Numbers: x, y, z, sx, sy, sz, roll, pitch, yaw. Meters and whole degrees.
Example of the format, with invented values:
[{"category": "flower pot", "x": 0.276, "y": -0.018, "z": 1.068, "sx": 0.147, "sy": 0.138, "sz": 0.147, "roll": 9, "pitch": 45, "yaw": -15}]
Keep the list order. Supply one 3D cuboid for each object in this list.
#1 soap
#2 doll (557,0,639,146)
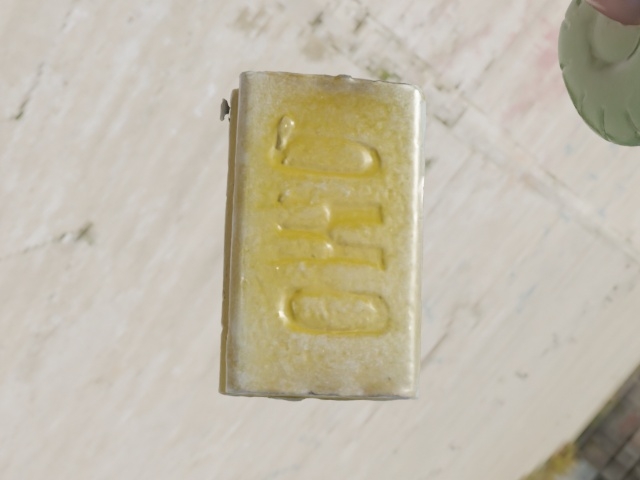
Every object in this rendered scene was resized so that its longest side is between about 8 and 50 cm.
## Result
[{"category": "soap", "x": 0.000, "y": 0.000, "z": 1.137, "sx": 0.089, "sy": 0.174, "sz": 0.274, "roll": 140, "pitch": -48, "yaw": -76}, {"category": "doll", "x": 0.190, "y": -0.221, "z": 0.799, "sx": 0.216, "sy": 0.268, "sz": 0.284, "roll": 4, "pitch": 134, "yaw": -21}]
